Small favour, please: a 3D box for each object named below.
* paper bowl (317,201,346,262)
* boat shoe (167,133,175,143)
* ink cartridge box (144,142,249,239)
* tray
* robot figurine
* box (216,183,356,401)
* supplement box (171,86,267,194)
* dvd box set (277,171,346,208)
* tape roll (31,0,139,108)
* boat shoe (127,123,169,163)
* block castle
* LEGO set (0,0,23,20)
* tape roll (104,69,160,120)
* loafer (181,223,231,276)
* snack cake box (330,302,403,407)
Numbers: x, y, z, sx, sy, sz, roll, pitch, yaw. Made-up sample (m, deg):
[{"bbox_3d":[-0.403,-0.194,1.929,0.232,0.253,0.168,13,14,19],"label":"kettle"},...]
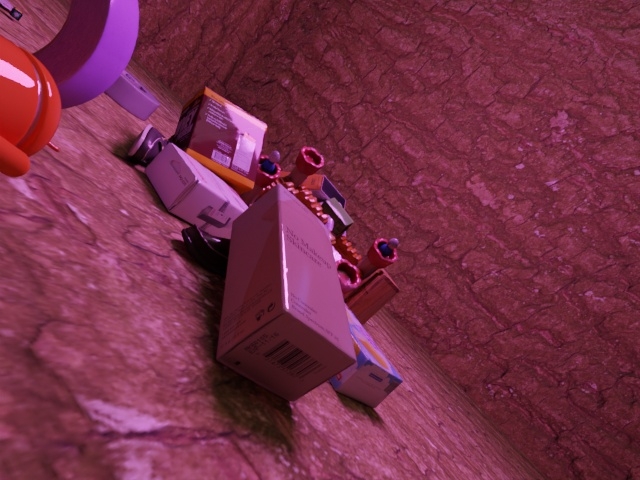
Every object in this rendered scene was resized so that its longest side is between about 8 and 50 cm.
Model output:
[{"bbox_3d":[0.000,0.000,1.505,0.147,0.285,0.284,1,-9,15],"label":"paper bowl"},{"bbox_3d":[-0.319,-0.185,1.151,0.285,0.092,0.103,42,5,-37],"label":"boat shoe"},{"bbox_3d":[-0.258,-0.095,0.910,0.159,0.092,0.218,48,3,34],"label":"ink cartridge box"},{"bbox_3d":[0.145,0.176,1.375,0.076,0.203,0.411,47,5,2],"label":"tray"},{"bbox_3d":[-0.340,-0.141,0.374,0.157,0.128,0.219,18,2,8],"label":"robot figurine"},{"bbox_3d":[-0.056,0.061,0.634,0.148,0.121,0.311,41,22,-31],"label":"box"},{"bbox_3d":[-0.265,-0.241,1.055,0.191,0.194,0.129,25,-25,-37],"label":"supplement box"},{"bbox_3d":[-0.139,-0.195,1.602,0.419,0.062,0.307,8,-9,21],"label":"dvd box set"},{"bbox_3d":[-0.393,-0.320,0.536,0.275,0.275,0.090,44,5,-6],"label":"tape roll"},{"bbox_3d":[-0.379,-0.212,0.925,0.068,0.081,0.228,38,4,-25],"label":"boat shoe"},{"bbox_3d":[-0.004,-0.062,1.188,0.303,0.213,0.453,-24,73,-49],"label":"block castle"},{"bbox_3d":[-0.819,-0.639,0.981,0.244,0.060,0.182,46,8,12],"label":"LEGO set"},{"bbox_3d":[-0.615,-0.480,1.281,0.219,0.072,0.219,44,5,-4],"label":"tape roll"},{"bbox_3d":[-0.163,0.024,0.766,0.220,0.078,0.080,40,6,-48],"label":"loafer"},{"bbox_3d":[0.043,0.212,0.881,0.152,0.089,0.264,40,7,-42],"label":"snack cake box"}]
